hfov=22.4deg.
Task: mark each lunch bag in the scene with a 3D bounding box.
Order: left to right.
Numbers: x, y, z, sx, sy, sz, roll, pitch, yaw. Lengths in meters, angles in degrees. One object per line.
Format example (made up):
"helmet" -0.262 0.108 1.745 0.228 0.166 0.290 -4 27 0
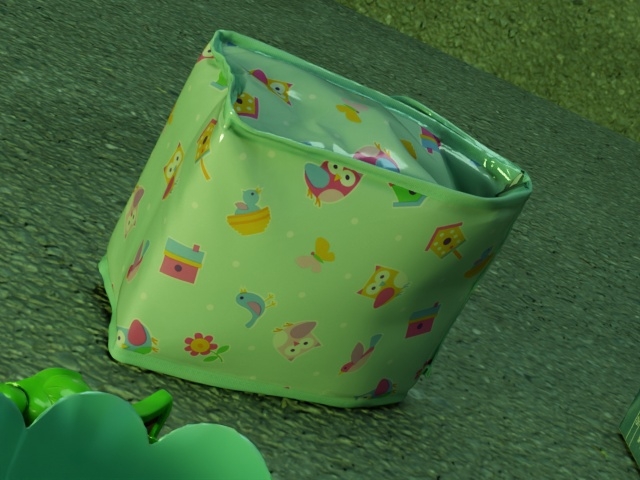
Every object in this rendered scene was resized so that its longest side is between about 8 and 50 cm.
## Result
"lunch bag" 0.000 0.000 1.180 0.262 0.223 0.160 17 28 -22

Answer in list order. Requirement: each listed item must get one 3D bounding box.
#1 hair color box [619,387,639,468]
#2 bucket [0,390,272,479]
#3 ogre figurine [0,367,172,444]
"hair color box" 0.368 0.214 1.242 0.174 0.105 0.347 19 20 -13
"bucket" -0.076 0.205 0.607 0.281 0.183 0.281 21 19 -8
"ogre figurine" -0.127 0.135 0.871 0.197 0.097 0.118 21 27 24
